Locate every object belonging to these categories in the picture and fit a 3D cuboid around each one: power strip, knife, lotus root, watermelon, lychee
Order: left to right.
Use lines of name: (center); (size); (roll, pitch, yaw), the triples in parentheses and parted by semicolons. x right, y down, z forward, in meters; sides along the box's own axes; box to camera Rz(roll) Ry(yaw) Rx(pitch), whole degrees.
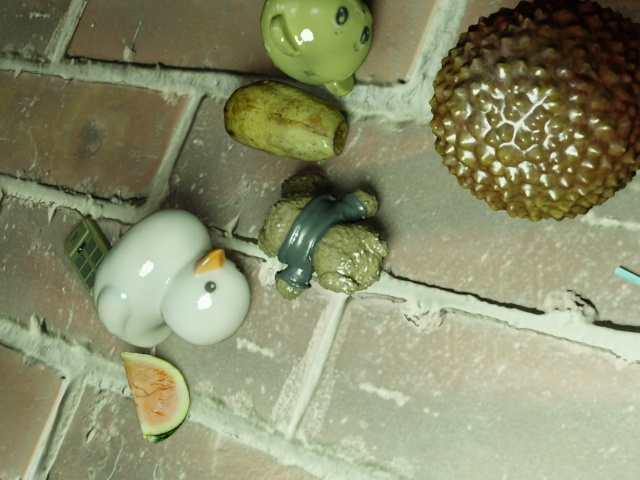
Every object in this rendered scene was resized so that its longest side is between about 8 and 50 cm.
power strip: (-0.388, 0.026, 2.108); (0.076, 0.028, 0.169); (-53, 43, 11)
watermelon: (-0.241, 0.239, 1.827); (0.163, 0.087, 0.069); (-113, 32, -42)
lotus root: (-0.059, -0.181, 1.849); (0.258, 0.097, 0.110); (18, 80, 44)
lychee: (0.251, -0.157, 1.419); (0.267, 0.267, 0.267); (-22, 55, 35)
knife: (0.361, 0.051, 1.383); (0.091, 0.005, 0.014); (31, 91, 47)

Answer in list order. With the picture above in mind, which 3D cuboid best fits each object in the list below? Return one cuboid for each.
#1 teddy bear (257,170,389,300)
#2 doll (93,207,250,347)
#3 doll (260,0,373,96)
teddy bear: (-0.015, -0.007, 1.687); (0.251, 0.129, 0.182); (32, 95, 48)
doll: (-0.204, 0.076, 1.813); (0.251, 0.221, 0.221); (-55, 37, 42)
doll: (-0.001, -0.350, 1.820); (0.161, 0.177, 0.260); (-16, 56, 33)
